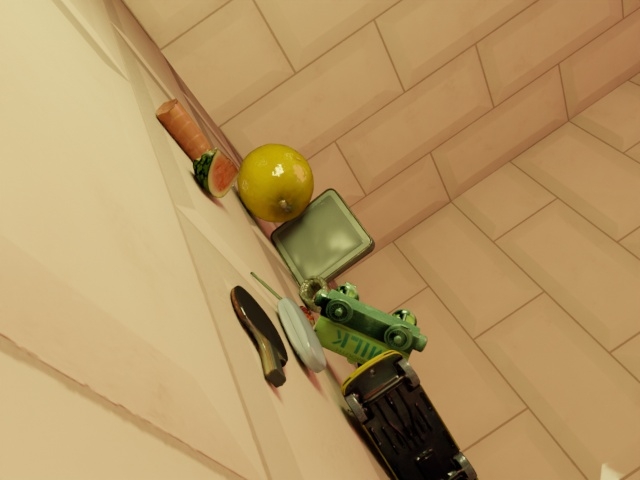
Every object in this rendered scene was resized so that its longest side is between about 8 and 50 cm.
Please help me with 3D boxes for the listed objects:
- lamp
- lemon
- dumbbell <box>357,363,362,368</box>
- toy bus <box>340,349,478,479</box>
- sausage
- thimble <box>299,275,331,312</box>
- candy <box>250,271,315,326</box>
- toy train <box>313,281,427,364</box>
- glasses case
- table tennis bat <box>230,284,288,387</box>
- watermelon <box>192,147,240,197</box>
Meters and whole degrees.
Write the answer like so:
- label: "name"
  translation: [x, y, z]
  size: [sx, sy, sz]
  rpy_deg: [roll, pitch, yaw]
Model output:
- label: "lamp"
  translation: [0.000, 0.000, 1.756]
  size: [0.269, 0.266, 0.047]
  rpy_deg: [57, 5, 34]
- label: "lemon"
  translation: [-0.132, -0.165, 1.745]
  size: [0.240, 0.240, 0.219]
  rpy_deg: [54, 5, -44]
- label: "dumbbell"
  translation: [0.202, 0.404, 1.703]
  size: [0.143, 0.143, 0.325]
  rpy_deg: [55, 2, -29]
- label: "toy bus"
  translation: [0.165, 0.375, 1.116]
  size: [0.331, 0.145, 0.151]
  rpy_deg: [59, -7, -5]
- label: "sausage"
  translation: [-0.306, -0.242, 1.308]
  size: [0.169, 0.065, 0.065]
  rpy_deg: [55, 1, -39]
- label: "thimble"
  translation: [-0.009, 0.152, 1.582]
  size: [0.062, 0.084, 0.110]
  rpy_deg: [55, -1, -39]
- label: "candy"
  translation: [-0.077, 0.120, 1.125]
  size: [0.184, 0.049, 0.056]
  rpy_deg: [45, -25, -28]
- label: "toy train"
  translation: [0.092, 0.201, 1.210]
  size: [0.253, 0.157, 0.105]
  rpy_deg: [23, 22, 5]
- label: "glasses case"
  translation: [-0.036, 0.169, 1.034]
  size: [0.067, 0.045, 0.178]
  rpy_deg: [55, 1, -37]
- label: "table tennis bat"
  translation: [-0.082, 0.135, 0.808]
  size: [0.130, 0.019, 0.220]
  rpy_deg: [54, 0, -25]
- label: "watermelon"
  translation: [-0.239, -0.146, 1.224]
  size: [0.069, 0.087, 0.163]
  rpy_deg: [24, -8, 13]
